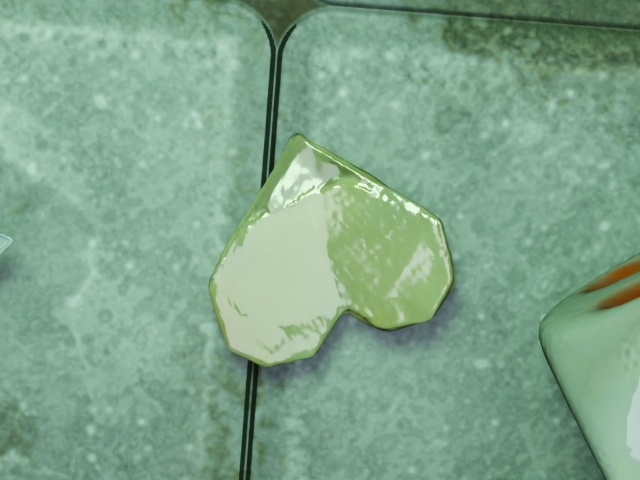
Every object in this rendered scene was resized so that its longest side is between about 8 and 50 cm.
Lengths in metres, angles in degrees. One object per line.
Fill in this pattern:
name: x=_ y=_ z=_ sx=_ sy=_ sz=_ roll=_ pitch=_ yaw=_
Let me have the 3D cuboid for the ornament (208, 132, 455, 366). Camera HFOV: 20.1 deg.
ornament: x=0.000 y=0.000 z=1.479 sx=0.201 sy=0.059 sz=0.180 roll=-16 pitch=93 yaw=5

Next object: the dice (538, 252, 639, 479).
dice: x=0.361 y=0.134 z=1.376 sx=0.304 sy=0.277 sz=0.304 roll=-27 pitch=93 yaw=5

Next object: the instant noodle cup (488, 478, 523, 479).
instant noodle cup: x=0.159 y=0.314 z=1.450 sx=0.216 sy=0.172 sz=0.215 roll=0 pitch=95 yaw=3

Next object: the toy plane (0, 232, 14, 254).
toy plane: x=-0.386 y=-0.007 z=1.464 sx=0.255 sy=0.101 sz=0.251 roll=26 pitch=108 yaw=-1
